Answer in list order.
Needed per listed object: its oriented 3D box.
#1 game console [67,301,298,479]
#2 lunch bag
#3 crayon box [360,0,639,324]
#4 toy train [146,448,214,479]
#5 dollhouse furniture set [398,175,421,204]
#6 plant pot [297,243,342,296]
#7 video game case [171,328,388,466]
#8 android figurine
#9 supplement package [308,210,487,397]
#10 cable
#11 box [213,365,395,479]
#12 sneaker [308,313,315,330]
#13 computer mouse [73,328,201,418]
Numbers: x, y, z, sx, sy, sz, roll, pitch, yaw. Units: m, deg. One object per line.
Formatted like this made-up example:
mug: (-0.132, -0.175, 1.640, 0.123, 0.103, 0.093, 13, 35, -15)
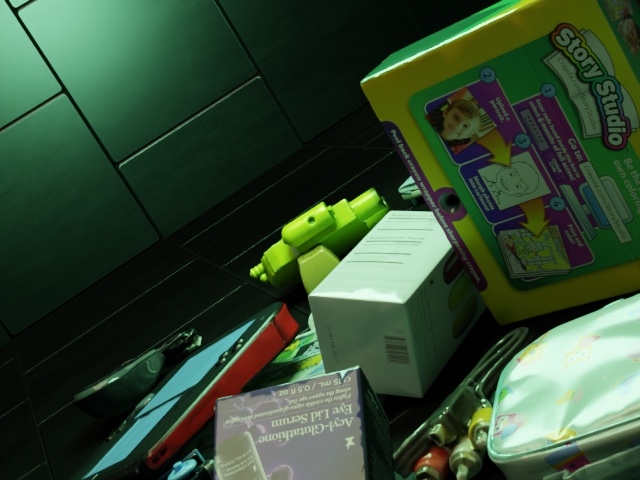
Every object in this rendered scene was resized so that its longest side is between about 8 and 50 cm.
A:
game console: (-0.216, 0.244, 1.657, 0.342, 0.060, 0.386, -42, 5, -38)
lunch bag: (0.284, 0.142, 0.998, 0.279, 0.108, 0.224, -26, 18, 24)
crayon box: (0.270, -0.103, 1.341, 0.313, 0.363, 0.106, -20, 18, 38)
toy train: (-0.206, 0.337, 1.431, 0.184, 0.080, 0.105, -37, 9, -22)
dollhouse furniture set: (0.217, -0.185, 2.086, 0.303, 0.198, 0.286, -15, 21, 51)
plant pot: (0.002, 0.055, 1.945, 0.081, 0.083, 0.081, -31, 15, 2)
video game case: (-0.019, 0.199, 1.595, 0.329, 0.036, 0.300, -24, 16, 30)
android figurine: (0.000, 0.000, 2.043, 0.273, 0.056, 0.248, -32, -15, 10)
supplement package: (0.109, 0.073, 1.459, 0.134, 0.139, 0.244, 3, 29, 30)
cable: (0.167, 0.191, 1.248, 0.139, 0.072, 0.287, -43, -6, 30)
box: (-0.012, 0.241, 1.059, 0.153, 0.108, 0.207, -15, 46, 11)
sneaker: (0.050, 0.102, 1.781, 0.158, 0.061, 0.065, -34, -13, -13)
computer mouse: (-0.329, 0.251, 2.023, 0.188, 0.072, 0.272, -27, 2, 25)
